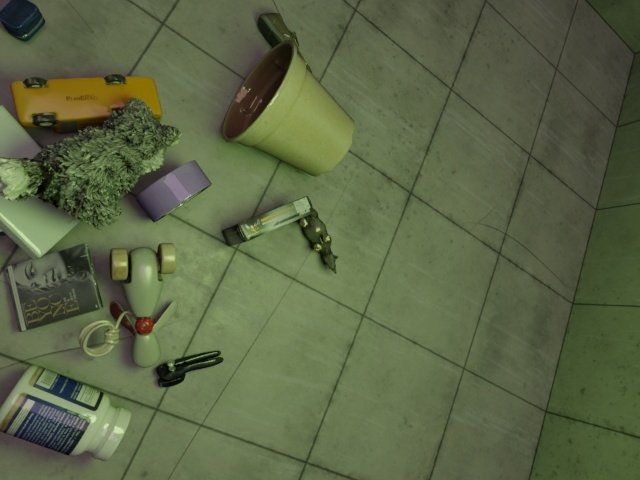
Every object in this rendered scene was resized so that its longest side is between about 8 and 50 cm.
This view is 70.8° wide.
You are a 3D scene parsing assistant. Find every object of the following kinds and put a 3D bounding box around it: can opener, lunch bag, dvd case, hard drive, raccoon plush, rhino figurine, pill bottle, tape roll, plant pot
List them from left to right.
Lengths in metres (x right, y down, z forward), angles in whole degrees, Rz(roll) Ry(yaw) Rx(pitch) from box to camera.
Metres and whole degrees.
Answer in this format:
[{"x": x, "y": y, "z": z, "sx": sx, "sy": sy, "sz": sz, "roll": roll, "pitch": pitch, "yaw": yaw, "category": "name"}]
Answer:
[{"x": -0.707, "y": -0.134, "z": 1.051, "sx": 0.307, "sy": 0.040, "sz": 0.203, "roll": 58, "pitch": 35, "yaw": -29, "category": "hard drive"}, {"x": -0.759, "y": -0.566, "z": 1.150, "sx": 0.067, "sy": 0.065, "sz": 0.098, "roll": 32, "pitch": 72, "yaw": -4, "category": "lunch bag"}, {"x": -0.646, "y": 0.114, "z": 1.089, "sx": 0.222, "sy": 0.018, "sz": 0.164, "roll": -16, "pitch": 86, "yaw": 7, "category": "dvd case"}, {"x": -0.607, "y": 0.418, "z": 1.075, "sx": 0.265, "sy": 0.153, "sz": 0.153, "roll": 33, "pitch": 71, "yaw": -19, "category": "pill bottle"}, {"x": -0.474, "y": -0.189, "z": 0.995, "sx": 0.216, "sy": 0.446, "sz": 0.299, "roll": 43, "pitch": 89, "yaw": -17, "category": "raccoon plush"}, {"x": -0.395, "y": -0.133, "z": 1.218, "sx": 0.189, "sy": 0.189, "sz": 0.080, "roll": -38, "pitch": 101, "yaw": -24, "category": "tape roll"}, {"x": -0.367, "y": 0.348, "z": 1.266, "sx": 0.186, "sy": 0.073, "sz": 0.059, "roll": -16, "pitch": 53, "yaw": -30, "category": "can opener"}, {"x": -0.072, "y": -0.360, "z": 1.353, "sx": 0.306, "sy": 0.334, "sz": 0.333, "roll": 30, "pitch": 72, "yaw": -32, "category": "plant pot"}, {"x": 0.000, "y": 0.000, "z": 1.452, "sx": 0.073, "sy": 0.106, "sz": 0.243, "roll": -27, "pitch": 98, "yaw": 0, "category": "rhino figurine"}]

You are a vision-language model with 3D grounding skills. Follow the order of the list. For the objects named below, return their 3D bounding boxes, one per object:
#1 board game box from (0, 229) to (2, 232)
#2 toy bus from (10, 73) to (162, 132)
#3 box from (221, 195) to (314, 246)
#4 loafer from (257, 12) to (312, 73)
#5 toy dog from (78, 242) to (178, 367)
[{"x": -0.884, "y": -0.105, "z": 1.032, "sx": 0.347, "sy": 0.078, "sz": 0.233, "roll": -15, "pitch": 91, "yaw": -27, "category": "board game box"}, {"x": -0.596, "y": -0.354, "z": 1.172, "sx": 0.333, "sy": 0.130, "sz": 0.108, "roll": -14, "pitch": 92, "yaw": -27, "category": "toy bus"}, {"x": -0.158, "y": -0.056, "z": 1.332, "sx": 0.231, "sy": 0.183, "sz": 0.056, "roll": -25, "pitch": 97, "yaw": -26, "category": "box"}, {"x": -0.099, "y": -0.638, "z": 1.469, "sx": 0.087, "sy": 0.094, "sz": 0.251, "roll": -40, "pitch": 102, "yaw": -20, "category": "loafer"}, {"x": -0.479, "y": 0.149, "z": 1.195, "sx": 0.220, "sy": 0.161, "sz": 0.333, "roll": 21, "pitch": 91, "yaw": -26, "category": "toy dog"}]
